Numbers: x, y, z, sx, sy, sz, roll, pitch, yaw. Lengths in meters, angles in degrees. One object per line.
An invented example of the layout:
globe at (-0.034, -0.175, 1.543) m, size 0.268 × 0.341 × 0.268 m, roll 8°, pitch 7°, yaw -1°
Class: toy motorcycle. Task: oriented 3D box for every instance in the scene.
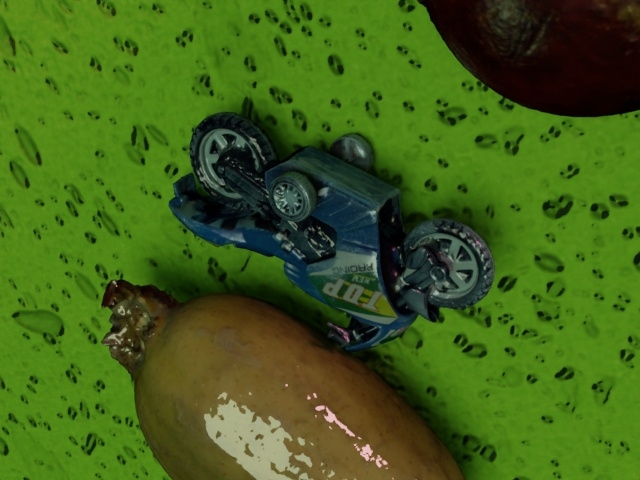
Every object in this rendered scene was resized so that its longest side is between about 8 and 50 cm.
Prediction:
toy motorcycle at (0.000, 0.000, 0.715) m, size 0.254 × 0.092 × 0.135 m, roll 28°, pitch 127°, yaw 16°

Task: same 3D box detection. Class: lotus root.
lotus root at (-0.036, 0.147, 0.748) m, size 0.343 × 0.151 × 0.169 m, roll 40°, pitch 118°, yaw -3°

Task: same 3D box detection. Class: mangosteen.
mangosteen at (0.128, -0.182, 0.547) m, size 0.258 × 0.215 × 0.215 m, roll 23°, pitch 121°, yaw 45°
